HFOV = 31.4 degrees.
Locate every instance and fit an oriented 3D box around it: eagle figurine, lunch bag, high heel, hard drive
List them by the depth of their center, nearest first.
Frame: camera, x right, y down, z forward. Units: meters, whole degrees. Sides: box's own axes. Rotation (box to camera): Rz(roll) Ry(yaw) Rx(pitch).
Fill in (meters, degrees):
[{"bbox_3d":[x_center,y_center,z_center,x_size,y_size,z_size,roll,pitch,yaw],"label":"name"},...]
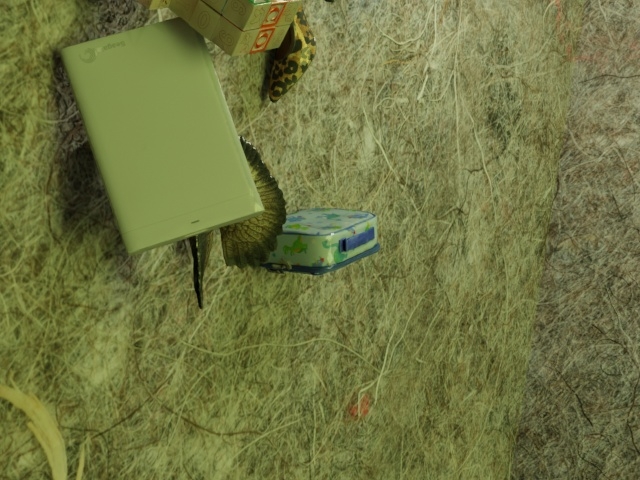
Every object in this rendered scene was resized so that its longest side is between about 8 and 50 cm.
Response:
[{"bbox_3d":[-0.226,-0.153,1.622,0.040,0.203,0.307,137,-65,-76],"label":"hard drive"},{"bbox_3d":[-0.184,-0.077,1.751,0.226,0.298,0.225,-37,176,-11],"label":"eagle figurine"},{"bbox_3d":[-0.087,-0.395,2.036,0.186,0.093,0.261,28,81,-33],"label":"high heel"},{"bbox_3d":[0.000,0.000,2.097,0.219,0.176,0.090,-24,113,-56],"label":"lunch bag"}]

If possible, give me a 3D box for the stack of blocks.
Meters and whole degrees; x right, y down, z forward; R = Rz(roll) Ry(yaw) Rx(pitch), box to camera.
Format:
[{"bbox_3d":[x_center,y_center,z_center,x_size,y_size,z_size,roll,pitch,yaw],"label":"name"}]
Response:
[{"bbox_3d":[-0.194,-0.385,1.630,0.171,0.297,0.087,-27,152,-56],"label":"stack of blocks"}]
